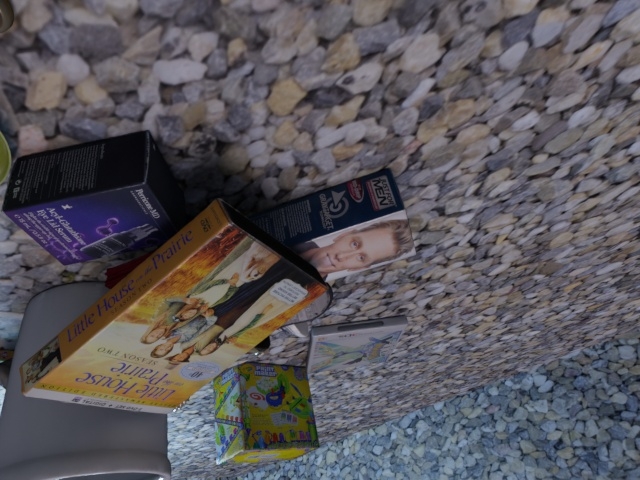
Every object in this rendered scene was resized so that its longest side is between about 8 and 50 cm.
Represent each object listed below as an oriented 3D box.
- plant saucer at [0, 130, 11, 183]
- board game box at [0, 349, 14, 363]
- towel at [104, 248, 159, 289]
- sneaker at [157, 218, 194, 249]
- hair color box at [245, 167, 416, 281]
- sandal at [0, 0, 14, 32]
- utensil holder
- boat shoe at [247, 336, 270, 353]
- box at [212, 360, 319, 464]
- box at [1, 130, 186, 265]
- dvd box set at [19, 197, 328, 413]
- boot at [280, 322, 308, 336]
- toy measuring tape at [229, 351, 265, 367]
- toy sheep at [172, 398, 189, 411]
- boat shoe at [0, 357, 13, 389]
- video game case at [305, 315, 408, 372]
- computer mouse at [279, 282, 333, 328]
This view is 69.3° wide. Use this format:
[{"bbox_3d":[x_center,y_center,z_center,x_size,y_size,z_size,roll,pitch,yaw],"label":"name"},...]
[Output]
[{"bbox_3d":[-0.539,-0.140,0.598,0.241,0.037,0.240,-8,146,-6],"label":"plant saucer"},{"bbox_3d":[-0.893,0.297,1.136,0.260,0.039,0.124,16,136,-40],"label":"board game box"},{"bbox_3d":[-0.222,0.083,0.846,0.199,0.031,0.275,-22,148,12],"label":"towel"},{"bbox_3d":[-0.267,0.048,0.925,0.130,0.108,0.286,6,149,-44],"label":"sneaker"},{"bbox_3d":[0.000,0.000,0.917,0.348,0.105,0.174,-19,146,8],"label":"hair color box"},{"bbox_3d":[-0.424,-0.233,0.484,0.180,0.049,0.072,-6,146,-9],"label":"sandal"},{"bbox_3d":[-0.493,0.329,0.994,0.328,0.385,0.327,-9,146,-6],"label":"utensil holder"},{"bbox_3d":[-0.264,0.234,1.168,0.120,0.122,0.324,-24,145,25],"label":"boat shoe"},{"bbox_3d":[-0.186,0.579,1.558,0.290,0.279,0.177,18,136,-36],"label":"box"},{"bbox_3d":[-0.334,-0.061,0.716,0.207,0.108,0.153,-12,146,1],"label":"box"},{"bbox_3d":[-0.225,0.142,0.791,0.420,0.062,0.308,-38,143,8],"label":"dvd box set"},{"bbox_3d":[-0.110,0.213,1.243,0.086,0.069,0.190,-18,139,21],"label":"boot"},{"bbox_3d":[-0.311,0.331,1.344,0.330,0.121,0.121,-11,155,-46],"label":"toy measuring tape"},{"bbox_3d":[-0.509,0.547,1.585,0.132,0.091,0.091,-11,152,-36],"label":"toy sheep"},{"bbox_3d":[-0.721,0.349,1.190,0.132,0.130,0.355,37,150,3],"label":"boat shoe"},{"bbox_3d":[0.109,0.351,1.534,0.300,0.036,0.329,-6,146,-10],"label":"video game case"},{"bbox_3d":[-0.108,0.141,1.103,0.273,0.072,0.188,-12,113,-6],"label":"computer mouse"}]
